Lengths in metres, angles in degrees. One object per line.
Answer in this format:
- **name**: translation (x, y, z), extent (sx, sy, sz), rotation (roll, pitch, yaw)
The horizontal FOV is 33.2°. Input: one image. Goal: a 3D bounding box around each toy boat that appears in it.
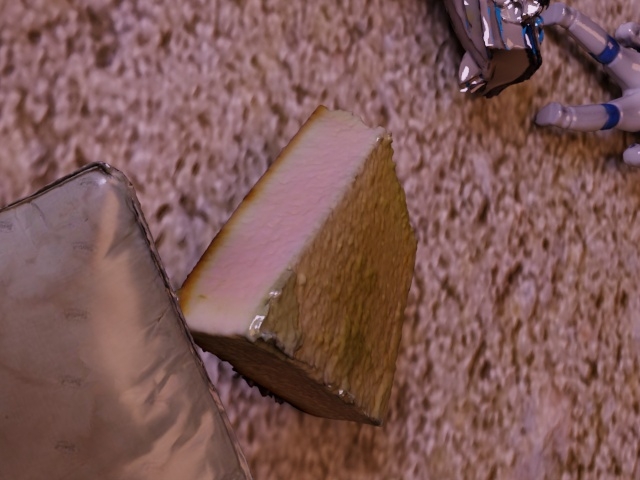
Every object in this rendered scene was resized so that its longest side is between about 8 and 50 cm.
- **toy boat**: translation (0.108, -0.197, 0.713), extent (0.066, 0.084, 0.210), rotation (-9, 74, 5)

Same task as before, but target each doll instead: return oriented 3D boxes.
- **doll**: translation (0.259, -0.101, 0.810), extent (0.227, 0.057, 0.114), rotation (10, 72, -24)

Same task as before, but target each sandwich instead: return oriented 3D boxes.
- **sandwich**: translation (0.000, 0.000, 0.560), extent (0.193, 0.058, 0.162), rotation (45, 53, -62)

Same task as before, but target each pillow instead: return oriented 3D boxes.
- **pillow**: translation (-0.109, 0.134, 0.469), extent (0.075, 0.185, 0.302), rotation (-56, 125, -76)
